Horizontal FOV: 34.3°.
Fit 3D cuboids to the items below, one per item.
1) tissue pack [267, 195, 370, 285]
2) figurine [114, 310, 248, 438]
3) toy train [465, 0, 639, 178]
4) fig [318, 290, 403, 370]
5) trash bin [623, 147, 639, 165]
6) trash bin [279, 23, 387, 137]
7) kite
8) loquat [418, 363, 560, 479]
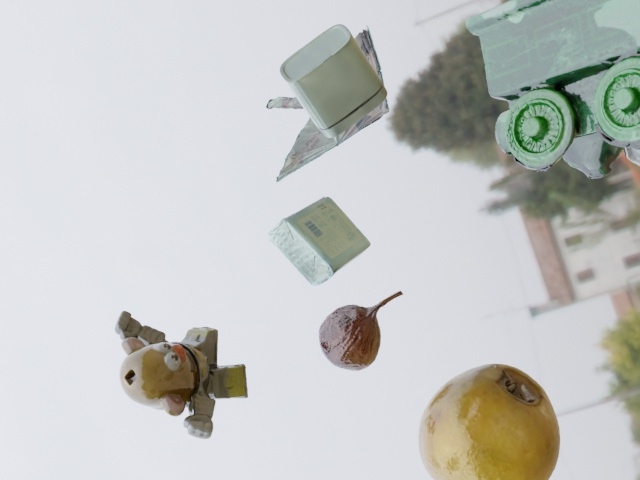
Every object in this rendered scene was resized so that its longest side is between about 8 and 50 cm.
[{"bbox_3d":[0.000,0.000,2.517,0.177,0.089,0.263,48,-154,4],"label":"tissue pack"},{"bbox_3d":[-0.317,0.289,2.260,0.285,0.342,0.167,2,-70,-52],"label":"figurine"},{"bbox_3d":[0.296,-0.177,1.095,0.145,0.266,0.202,-1,-100,-44],"label":"toy train"},{"bbox_3d":[0.092,0.181,2.198,0.133,0.201,0.146,10,-131,-40],"label":"fig"},{"bbox_3d":[0.855,-0.324,2.387,0.296,0.368,0.256,34,-176,20],"label":"trash bin"},{"bbox_3d":[0.020,-0.226,1.482,0.130,0.116,0.059,51,-177,-47],"label":"trash bin"},{"bbox_3d":[0.014,-0.241,1.824,0.011,0.314,0.335,41,-108,-39],"label":"kite"},{"bbox_3d":[0.320,0.379,1.970,0.275,0.275,0.275,-20,-90,-75],"label":"loquat"}]
